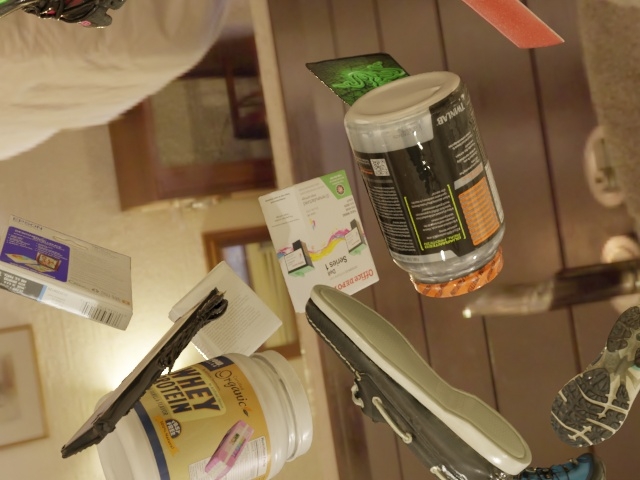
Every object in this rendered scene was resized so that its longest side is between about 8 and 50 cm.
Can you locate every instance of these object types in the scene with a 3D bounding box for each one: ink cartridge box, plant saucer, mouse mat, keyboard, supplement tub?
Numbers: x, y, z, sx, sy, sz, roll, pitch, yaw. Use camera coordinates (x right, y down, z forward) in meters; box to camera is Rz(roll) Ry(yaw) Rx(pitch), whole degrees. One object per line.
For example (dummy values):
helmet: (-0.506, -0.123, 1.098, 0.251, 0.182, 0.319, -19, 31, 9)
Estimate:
ink cartridge box: (0.000, 0.000, 2.076, 0.117, 0.278, 0.201, -15, -175, 39)
ink cartridge box: (-0.384, 0.045, 1.375, 0.206, 0.045, 0.208, 22, -165, -19)
plant saucer: (0.176, -0.361, 1.210, 0.259, 0.048, 0.258, 30, -159, -30)
mouse mat: (0.082, -0.278, 1.595, 0.189, 0.007, 0.152, 1, 156, 41)
keyboard: (-0.221, 0.167, 1.267, 0.201, 0.033, 0.317, -38, -170, 40)
supplement tub: (0.170, -0.083, 1.409, 0.193, 0.316, 0.193, -17, -156, 8)
supplement tub: (-0.195, 0.320, 1.528, 0.316, 0.228, 0.228, -16, -177, -29)

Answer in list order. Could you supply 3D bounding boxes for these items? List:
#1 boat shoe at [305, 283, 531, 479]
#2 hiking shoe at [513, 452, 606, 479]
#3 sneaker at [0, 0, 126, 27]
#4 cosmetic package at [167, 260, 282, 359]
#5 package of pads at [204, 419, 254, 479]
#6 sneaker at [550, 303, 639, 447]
boat shoe: (0.087, 0.172, 1.006, 0.091, 0.302, 0.114, -53, 166, 18)
hiking shoe: (0.418, 0.493, 1.793, 0.304, 0.132, 0.113, -30, -164, -3)
sneaker: (-0.468, -0.469, 1.685, 0.185, 0.202, 0.482, 32, -133, 33)
cosmetic package: (-0.204, 0.167, 1.923, 0.151, 0.184, 0.151, -43, -179, -18)
package of pads: (-0.135, 0.309, 1.345, 0.050, 0.032, 0.083, -46, -173, 40)
sneaker: (0.498, 0.230, 1.524, 0.122, 0.110, 0.283, -1, 129, -58)
